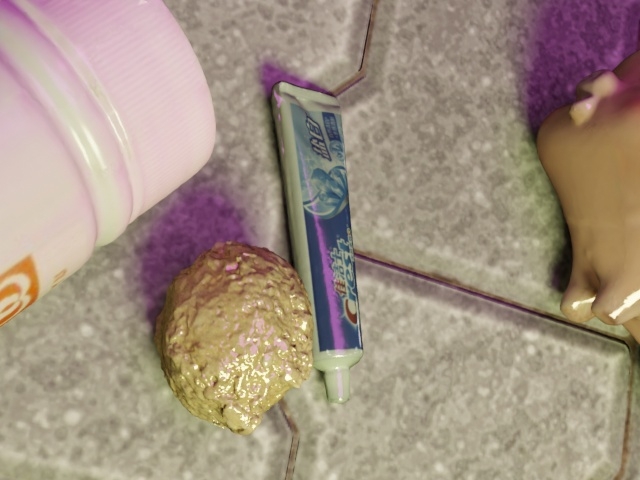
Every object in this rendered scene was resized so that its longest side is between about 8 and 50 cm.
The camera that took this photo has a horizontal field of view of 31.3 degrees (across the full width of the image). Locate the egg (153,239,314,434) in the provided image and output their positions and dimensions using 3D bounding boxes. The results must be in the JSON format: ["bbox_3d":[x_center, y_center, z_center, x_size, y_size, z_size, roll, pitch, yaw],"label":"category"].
[{"bbox_3d":[-0.063,0.071,0.848,0.116,0.118,0.140,16,80,-41],"label":"egg"}]

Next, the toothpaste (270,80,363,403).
[{"bbox_3d":[0.001,0.000,0.941,0.069,0.047,0.268,-3,76,-15],"label":"toothpaste"}]

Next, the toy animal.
[{"bbox_3d":[0.331,-0.017,1.025,0.326,0.237,0.269,46,72,-16],"label":"toy animal"}]

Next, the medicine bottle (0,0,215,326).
[{"bbox_3d":[-0.244,-0.041,0.732,0.316,0.202,0.202,-39,98,-28],"label":"medicine bottle"}]
